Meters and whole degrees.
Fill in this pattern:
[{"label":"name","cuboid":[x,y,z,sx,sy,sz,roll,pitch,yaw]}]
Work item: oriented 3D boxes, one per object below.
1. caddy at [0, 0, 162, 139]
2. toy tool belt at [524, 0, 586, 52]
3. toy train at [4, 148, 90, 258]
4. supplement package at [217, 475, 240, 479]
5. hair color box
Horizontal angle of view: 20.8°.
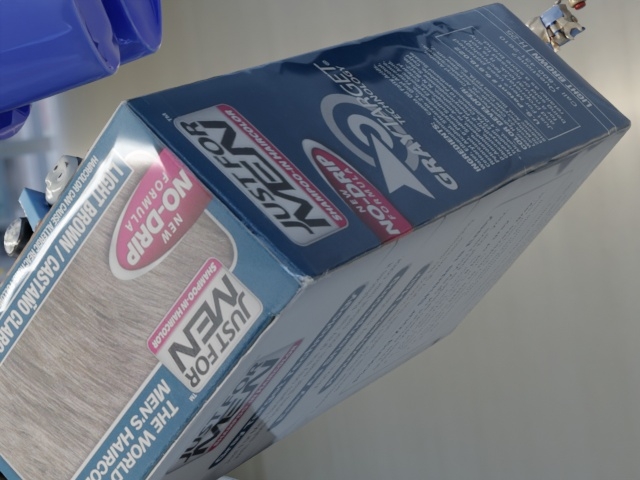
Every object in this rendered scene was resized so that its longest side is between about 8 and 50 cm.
[{"label":"caddy","cuboid":[-0.254,-0.248,1.326,0.241,0.179,0.341,-49,-53,-71]},{"label":"toy tool belt","cuboid":[0.260,-0.225,1.871,0.083,0.052,0.051,-35,76,33]},{"label":"toy train","cuboid":[-0.126,0.000,1.225,0.105,0.184,0.080,-67,25,12]},{"label":"supplement package","cuboid":[-0.089,0.245,1.038,0.149,0.194,0.203,-163,91,-72]},{"label":"hair color box","cuboid":[0.000,0.000,0.812,0.105,0.347,0.174,45,120,12]}]
